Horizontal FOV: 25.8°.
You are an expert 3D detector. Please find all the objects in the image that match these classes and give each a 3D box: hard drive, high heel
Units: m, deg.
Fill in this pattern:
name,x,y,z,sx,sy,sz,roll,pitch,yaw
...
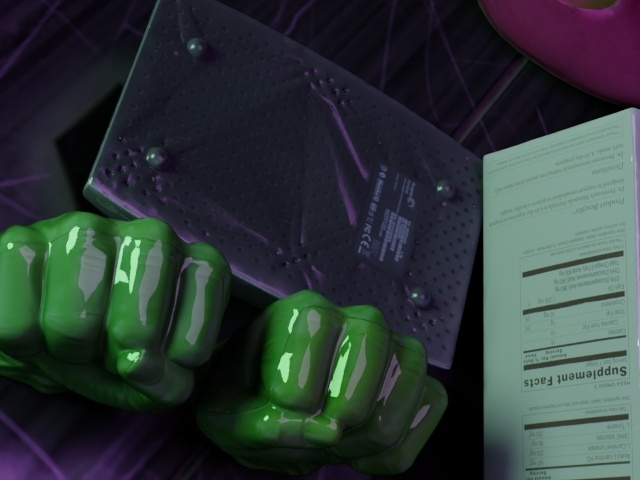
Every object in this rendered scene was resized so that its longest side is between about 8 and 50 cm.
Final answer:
name,x,y,z,sx,sy,sz,roll,pitch,yaw
hard drive,-0.017,-0.033,0.871,0.255,0.054,0.172,28,58,-21
high heel,0.174,-0.257,1.031,0.377,0.181,0.127,41,55,-11

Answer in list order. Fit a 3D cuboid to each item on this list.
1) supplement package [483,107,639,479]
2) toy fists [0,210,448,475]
name,x,y,z,sx,sy,sz,roll,pitch,yaw
supplement package,0.193,0.061,0.878,0.139,0.134,0.244,12,72,-34
toy fists,-0.063,0.064,0.776,0.279,0.142,0.096,24,60,-21
